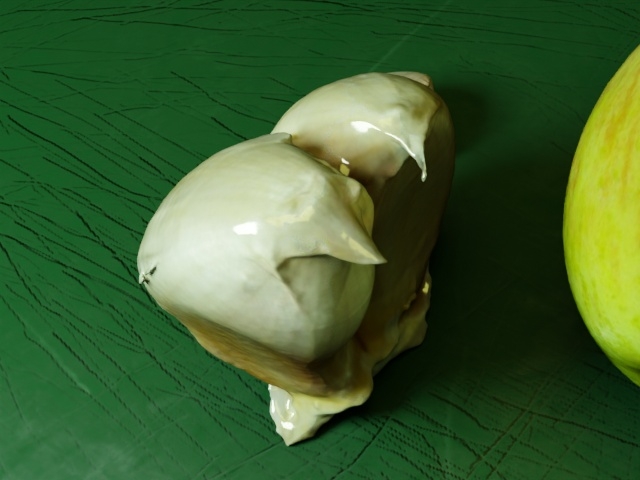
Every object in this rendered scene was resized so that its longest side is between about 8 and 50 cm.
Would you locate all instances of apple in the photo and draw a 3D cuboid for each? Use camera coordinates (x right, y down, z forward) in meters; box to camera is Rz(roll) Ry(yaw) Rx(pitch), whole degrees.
[{"bbox_3d":[0.344,-0.015,1.110,0.339,0.339,0.340,-6,55,8],"label":"apple"}]

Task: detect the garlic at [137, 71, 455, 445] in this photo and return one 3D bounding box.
[{"bbox_3d":[0.000,0.000,1.192,0.286,0.313,0.249,-23,56,-7],"label":"garlic"}]

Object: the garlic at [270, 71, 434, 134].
[{"bbox_3d":[0.028,-0.094,1.386,0.174,0.099,0.124,-19,42,-1],"label":"garlic"}]
